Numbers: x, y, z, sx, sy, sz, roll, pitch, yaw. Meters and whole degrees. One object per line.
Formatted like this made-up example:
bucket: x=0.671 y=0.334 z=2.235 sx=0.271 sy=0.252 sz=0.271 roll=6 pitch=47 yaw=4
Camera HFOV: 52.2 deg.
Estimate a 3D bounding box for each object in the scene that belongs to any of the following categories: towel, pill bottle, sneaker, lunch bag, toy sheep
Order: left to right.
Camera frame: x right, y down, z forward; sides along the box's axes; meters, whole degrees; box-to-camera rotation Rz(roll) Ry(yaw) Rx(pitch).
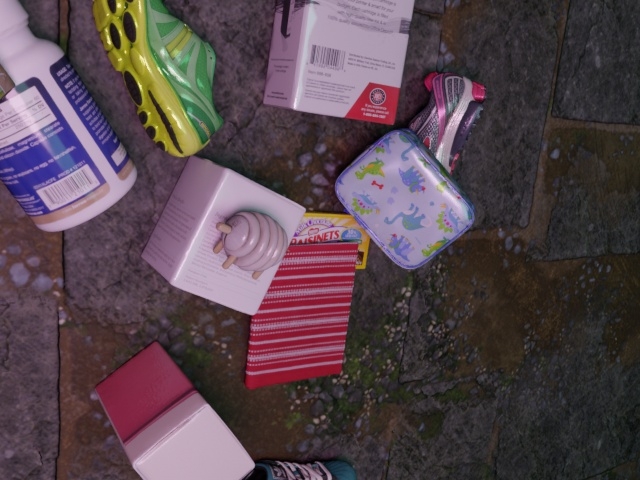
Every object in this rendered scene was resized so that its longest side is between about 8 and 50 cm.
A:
pill bottle: x=-0.360 y=-0.156 z=0.818 sx=0.153 sy=0.153 sz=0.265 roll=-36 pitch=120 yaw=-19
sneaker: x=-0.223 y=-0.268 z=0.919 sx=0.123 sy=0.109 sz=0.295 roll=-40 pitch=123 yaw=-44
toy sheep: x=-0.095 y=0.002 z=0.891 sx=0.132 sy=0.091 sz=0.091 roll=22 pitch=92 yaw=-54
sneaker: x=-0.062 y=0.465 z=1.218 sx=0.302 sy=0.108 sz=0.121 roll=-14 pitch=115 yaw=-27
towel: x=-0.035 y=0.133 z=1.167 sx=0.199 sy=0.031 sz=0.275 roll=-3 pitch=111 yaw=-29
lunch bag: x=0.143 y=-0.072 z=1.131 sx=0.176 sy=0.090 sz=0.219 roll=-42 pitch=92 yaw=19
sneaker: x=0.195 y=-0.163 z=1.208 sx=0.112 sy=0.121 sz=0.299 roll=22 pitch=104 yaw=0

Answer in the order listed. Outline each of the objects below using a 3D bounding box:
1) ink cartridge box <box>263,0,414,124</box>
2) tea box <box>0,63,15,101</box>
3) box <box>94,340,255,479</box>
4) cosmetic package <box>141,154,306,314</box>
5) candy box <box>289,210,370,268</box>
ink cartridge box: x=0.034 y=-0.336 z=1.039 sx=0.197 sy=0.114 sz=0.273 roll=2 pitch=104 yaw=-32
tea box: x=-0.514 y=-0.112 z=0.564 sx=0.329 sy=0.323 sz=0.220 roll=-23 pitch=119 yaw=9
box: x=-0.224 y=0.279 z=0.984 sx=0.127 sy=0.232 sz=0.148 roll=-38 pitch=121 yaw=-17
cosmetic package: x=-0.150 y=-0.012 z=0.995 sx=0.151 sy=0.151 sz=0.184 roll=27 pitch=90 yaw=-35
candy box: x=0.000 y=0.000 z=1.170 sx=0.206 sy=0.027 sz=0.105 roll=0 pitch=102 yaw=-33
